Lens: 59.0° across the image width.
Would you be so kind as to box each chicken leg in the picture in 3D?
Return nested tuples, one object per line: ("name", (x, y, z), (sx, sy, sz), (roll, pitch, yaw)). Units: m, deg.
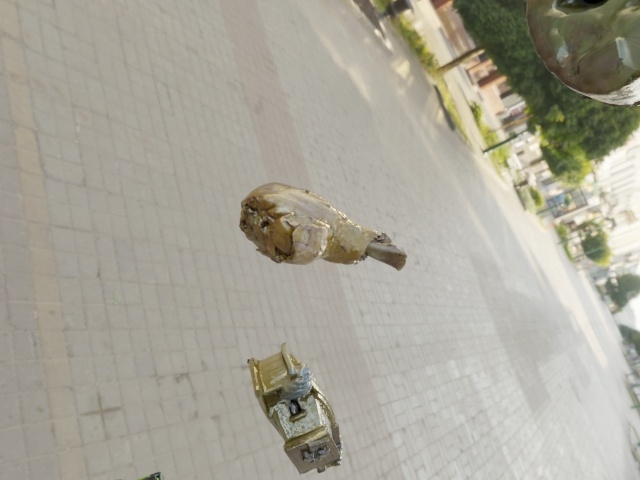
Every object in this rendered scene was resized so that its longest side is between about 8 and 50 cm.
("chicken leg", (0.000, 0.000, 1.277), (0.410, 0.181, 0.295), (20, 10, -2))

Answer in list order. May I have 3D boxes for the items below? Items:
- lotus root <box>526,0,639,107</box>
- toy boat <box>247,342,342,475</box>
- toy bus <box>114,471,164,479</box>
("lotus root", (0.421, -0.289, 0.578), (0.111, 0.391, 0.374), (11, 100, -43))
("toy boat", (-0.021, 0.268, 0.823), (0.321, 0.089, 0.121), (72, -7, -47))
("toy bus", (-0.402, 0.546, 1.053), (0.128, 0.262, 0.150), (-110, -173, -51))
